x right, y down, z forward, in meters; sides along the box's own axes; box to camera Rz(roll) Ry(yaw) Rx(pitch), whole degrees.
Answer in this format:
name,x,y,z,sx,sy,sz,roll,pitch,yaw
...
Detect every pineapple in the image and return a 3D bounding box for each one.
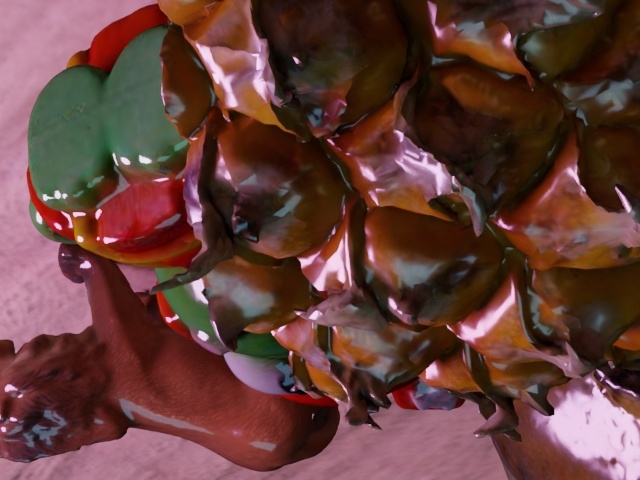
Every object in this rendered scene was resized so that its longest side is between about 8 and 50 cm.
name,x,y,z,sx,sy,sz,roll,pitch,yaw
pineapple,0.099,-0.049,0.459,0.286,0.209,0.344,-1,128,23

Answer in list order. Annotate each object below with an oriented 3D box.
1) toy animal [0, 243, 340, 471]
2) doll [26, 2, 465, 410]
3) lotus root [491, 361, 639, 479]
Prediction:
name,x,y,z,sx,sy,sz,roll,pitch,yaw
toy animal,-0.099,0.100,0.944,0.312,0.157,0.097,12,150,-1
doll,0.000,0.001,0.747,0.183,0.160,0.363,-27,139,23
lotus root,0.218,0.123,0.804,0.251,0.250,0.346,1,150,14
